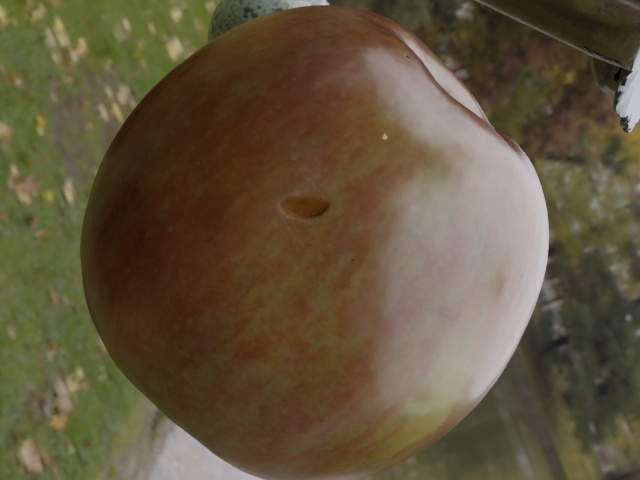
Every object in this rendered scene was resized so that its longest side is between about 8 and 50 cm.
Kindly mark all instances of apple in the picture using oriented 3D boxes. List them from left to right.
[{"bbox_3d":[0.000,0.000,0.574,0.188,0.174,0.188,40,14,-12],"label":"apple"}]

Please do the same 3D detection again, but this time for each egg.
[{"bbox_3d":[-0.045,-0.204,1.400,0.172,0.132,0.132,-57,126,-69],"label":"egg"}]

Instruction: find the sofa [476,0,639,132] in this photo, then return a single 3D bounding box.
[{"bbox_3d":[0.152,-0.194,0.889,0.200,0.182,0.258,29,25,12],"label":"sofa"}]
